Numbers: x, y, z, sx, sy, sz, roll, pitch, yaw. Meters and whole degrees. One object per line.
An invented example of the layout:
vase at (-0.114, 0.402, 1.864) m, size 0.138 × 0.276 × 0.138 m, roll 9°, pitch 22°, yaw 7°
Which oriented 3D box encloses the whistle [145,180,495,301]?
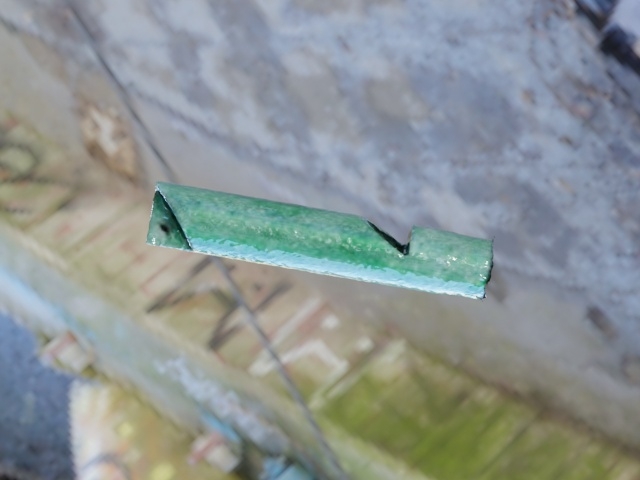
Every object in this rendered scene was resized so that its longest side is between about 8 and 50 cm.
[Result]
whistle at (0.000, 0.000, 0.923) m, size 0.186 × 0.039 × 0.039 m, roll 10°, pitch 145°, yaw -1°
